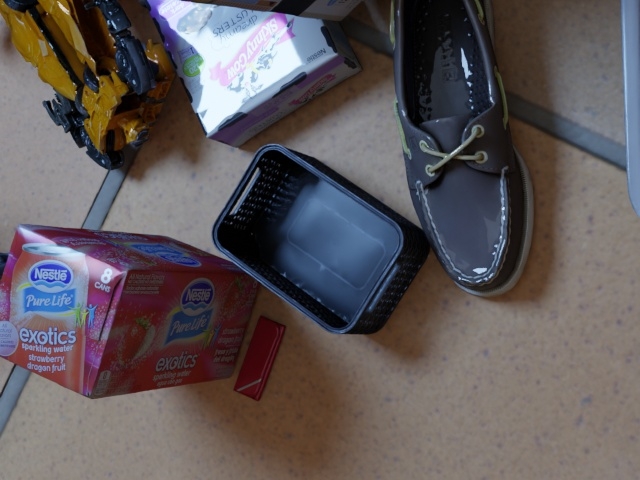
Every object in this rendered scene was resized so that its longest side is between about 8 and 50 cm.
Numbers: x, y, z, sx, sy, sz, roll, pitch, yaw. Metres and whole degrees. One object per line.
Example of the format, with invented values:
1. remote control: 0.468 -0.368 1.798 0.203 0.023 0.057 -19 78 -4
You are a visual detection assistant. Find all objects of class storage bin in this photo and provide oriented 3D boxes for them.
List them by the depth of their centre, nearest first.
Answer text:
1. storage bin: 0.000 0.000 1.081 0.180 0.084 0.122 35 100 23

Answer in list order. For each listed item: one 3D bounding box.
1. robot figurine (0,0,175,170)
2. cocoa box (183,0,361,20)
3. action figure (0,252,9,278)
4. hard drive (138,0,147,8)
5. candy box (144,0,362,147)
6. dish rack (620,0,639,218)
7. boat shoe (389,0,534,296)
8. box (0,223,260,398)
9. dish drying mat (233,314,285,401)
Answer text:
1. robot figurine: -0.254 -0.221 1.179 0.291 0.085 0.211 54 143 14
2. cocoa box: -0.002 -0.380 0.924 0.347 0.228 0.231 -37 67 43
3. action figure: -0.482 -0.025 1.189 0.342 0.330 0.178 -5 89 -9
4. hard drive: -0.168 -0.334 1.215 0.135 0.022 0.094 -39 72 15
5. candy box: -0.075 -0.222 1.139 0.165 0.070 0.196 -30 74 17
6. dish rack: 0.426 -0.142 0.918 0.333 0.072 0.285 -3 85 23
7. boat shoe: 0.124 -0.109 1.029 0.117 0.097 0.324 -9 82 22
8. box: -0.179 0.064 1.057 0.128 0.257 0.122 21 96 23
9. dish drying mat: -0.063 0.121 1.138 0.032 0.008 0.083 21 94 24
